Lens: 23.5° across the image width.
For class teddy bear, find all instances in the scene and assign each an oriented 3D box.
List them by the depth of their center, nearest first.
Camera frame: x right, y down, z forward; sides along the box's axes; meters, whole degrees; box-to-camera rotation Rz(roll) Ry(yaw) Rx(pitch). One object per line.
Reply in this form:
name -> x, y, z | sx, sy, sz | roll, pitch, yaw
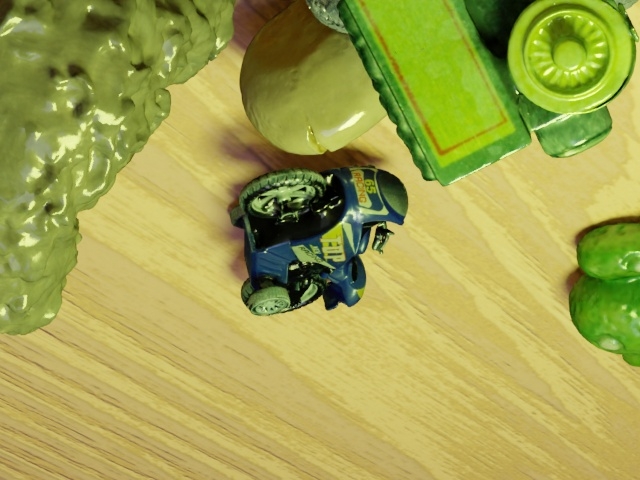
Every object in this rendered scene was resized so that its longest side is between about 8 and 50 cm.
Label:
teddy bear -> -0.287, -0.152, 1.167 | 0.368, 0.357, 0.224 | 31, 179, -3

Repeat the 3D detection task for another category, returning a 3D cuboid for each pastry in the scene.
pastry -> 0.004, -0.143, 1.293 | 0.156, 0.156, 0.092 | -26, 129, 28

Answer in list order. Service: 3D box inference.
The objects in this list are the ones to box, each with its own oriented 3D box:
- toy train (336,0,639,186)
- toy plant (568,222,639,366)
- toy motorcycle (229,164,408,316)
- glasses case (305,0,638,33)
toy train -> 0.109, -0.173, 1.112 | 0.188, 0.159, 0.271 | -25, 100, 11
toy plant -> 0.431, 0.069, 1.679 | 0.316, 0.184, 0.224 | 5, 143, 13
toy motorcycle -> 0.000, 0.000, 1.546 | 0.169, 0.113, 0.315 | -11, 156, -7
glasses case -> 0.126, -0.221, 1.230 | 0.283, 0.109, 0.067 | -5, 152, 2
